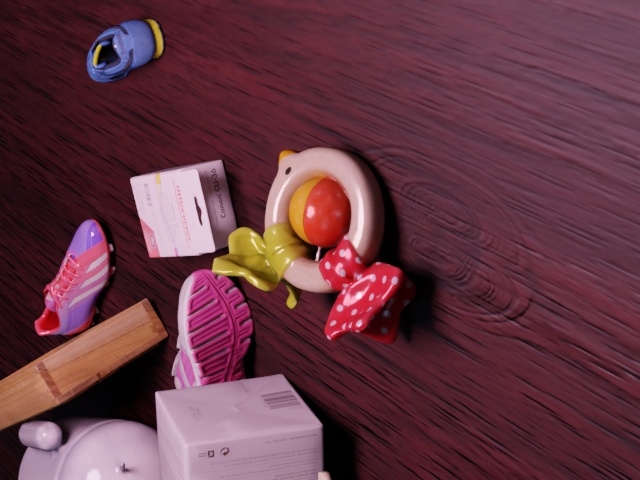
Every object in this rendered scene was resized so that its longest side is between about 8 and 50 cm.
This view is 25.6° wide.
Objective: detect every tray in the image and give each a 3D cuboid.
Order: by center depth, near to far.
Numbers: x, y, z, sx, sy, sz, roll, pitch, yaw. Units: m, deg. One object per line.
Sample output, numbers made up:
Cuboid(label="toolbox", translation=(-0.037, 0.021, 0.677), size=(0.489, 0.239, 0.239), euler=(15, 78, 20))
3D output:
Cuboid(label="tray", translation=(-0.409, 0.209, 2.204), size=(0.076, 0.203, 0.411), euler=(60, 148, -3))

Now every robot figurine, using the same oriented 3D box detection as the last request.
Cuboid(label="robot figurine", translation=(-0.339, 0.373, 2.178), size=(0.300, 0.200, 0.353), euler=(39, 158, -24))

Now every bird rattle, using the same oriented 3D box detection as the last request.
Cuboid(label="bird rattle", translation=(0.000, 0.000, 1.570), size=(0.253, 0.143, 0.207), euler=(15, 100, 51))

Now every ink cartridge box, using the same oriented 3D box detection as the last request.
Cuboid(label="ink cartridge box", translation=(-0.171, -0.041, 1.860), size=(0.198, 0.067, 0.115), euler=(-2, 102, 59))

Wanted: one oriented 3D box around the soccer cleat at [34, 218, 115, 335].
Cuboid(label="soccer cleat", translation=(-0.388, 0.066, 2.216), size=(0.083, 0.095, 0.248), euler=(55, 144, 27))

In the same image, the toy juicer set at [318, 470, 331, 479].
Cuboid(label="toy juicer set", translation=(0.098, 0.429, 1.616), size=(0.329, 0.089, 0.209), euler=(31, 111, 42))

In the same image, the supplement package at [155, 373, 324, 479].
Cuboid(label="supplement package", translation=(-0.100, 0.343, 1.774), size=(0.177, 0.175, 0.293), euler=(-138, 45, -65))

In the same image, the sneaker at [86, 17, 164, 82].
Cuboid(label="sneaker", translation=(-0.293, -0.257, 1.938), size=(0.209, 0.082, 0.069), euler=(-10, 98, 59))

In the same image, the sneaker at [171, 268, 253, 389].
Cuboid(label="sneaker", translation=(-0.155, 0.157, 1.891), size=(0.111, 0.103, 0.252), euler=(16, 117, 52))
